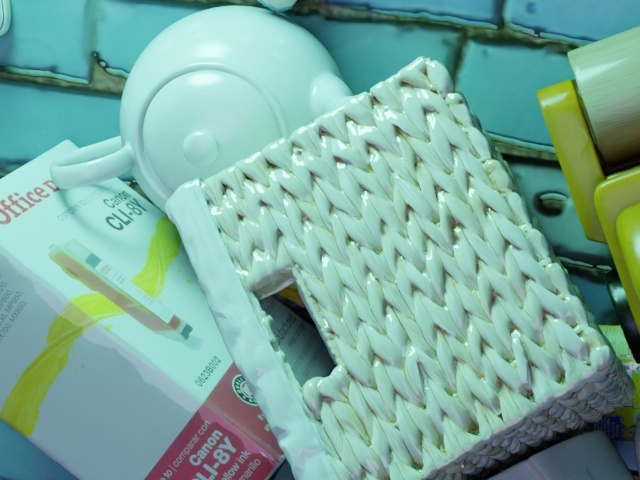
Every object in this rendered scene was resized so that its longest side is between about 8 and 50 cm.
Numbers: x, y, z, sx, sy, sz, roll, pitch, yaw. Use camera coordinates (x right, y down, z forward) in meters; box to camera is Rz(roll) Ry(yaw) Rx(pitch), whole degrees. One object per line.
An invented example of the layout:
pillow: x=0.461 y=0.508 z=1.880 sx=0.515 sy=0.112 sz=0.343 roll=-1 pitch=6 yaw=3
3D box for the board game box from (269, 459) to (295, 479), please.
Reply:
board game box: x=-0.104 y=0.354 z=1.324 sx=0.066 sy=0.318 sz=0.318 roll=38 pitch=110 yaw=1

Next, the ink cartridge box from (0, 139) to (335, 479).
ink cartridge box: x=-0.197 y=0.097 z=1.286 sx=0.385 sy=0.279 sz=0.160 roll=37 pitch=112 yaw=0

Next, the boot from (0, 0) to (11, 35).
boot: x=-0.392 y=-0.291 z=1.316 sx=0.069 sy=0.086 sz=0.190 roll=-23 pitch=100 yaw=18

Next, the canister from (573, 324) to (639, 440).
canister: x=0.295 y=0.145 z=1.302 sx=0.170 sy=0.073 sz=0.126 roll=0 pitch=106 yaw=14

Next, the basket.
basket: x=0.089 y=0.065 z=1.139 sx=0.266 sy=0.331 sz=0.328 roll=-30 pitch=71 yaw=9

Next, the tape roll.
tape roll: x=0.119 y=0.306 z=1.191 sx=0.392 sy=0.392 sz=0.072 roll=-39 pitch=69 yaw=20

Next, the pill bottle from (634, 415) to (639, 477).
pill bottle: x=0.438 y=0.186 z=1.136 sx=0.278 sy=0.162 sz=0.162 roll=-23 pitch=100 yaw=28

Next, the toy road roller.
toy road roller: x=0.330 y=-0.036 z=1.126 sx=0.203 sy=0.240 sz=0.329 roll=-19 pitch=91 yaw=13

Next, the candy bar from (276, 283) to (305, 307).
candy bar: x=0.000 y=0.000 z=1.352 sx=0.040 sy=0.018 sz=0.161 roll=30 pitch=110 yaw=1

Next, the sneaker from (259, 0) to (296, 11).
sneaker: x=-0.049 y=-0.335 z=1.228 sx=0.092 sy=0.087 sz=0.228 roll=-9 pitch=106 yaw=13

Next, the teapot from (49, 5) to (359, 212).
teapot: x=-0.099 y=-0.106 z=1.254 sx=0.253 sy=0.187 sz=0.256 roll=33 pitch=111 yaw=2
